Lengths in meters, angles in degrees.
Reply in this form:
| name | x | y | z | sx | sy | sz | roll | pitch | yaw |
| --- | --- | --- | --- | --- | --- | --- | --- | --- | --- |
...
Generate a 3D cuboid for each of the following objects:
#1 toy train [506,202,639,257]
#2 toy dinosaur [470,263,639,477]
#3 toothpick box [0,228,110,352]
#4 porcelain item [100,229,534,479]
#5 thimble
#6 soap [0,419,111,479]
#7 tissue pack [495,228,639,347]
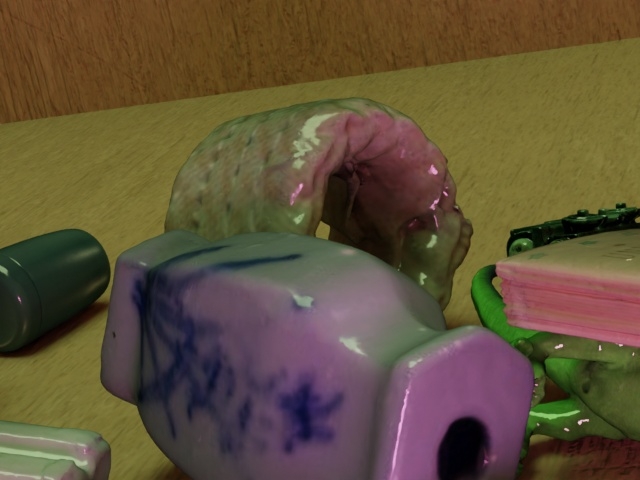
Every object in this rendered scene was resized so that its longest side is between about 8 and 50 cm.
| name | x | y | z | sx | sy | sz | roll | pitch | yaw |
| --- | --- | --- | --- | --- | --- | --- | --- | --- | --- |
| toy train | 0.240 | 0.006 | 1.510 | 0.111 | 0.071 | 0.170 | -6 | 1 | 35 |
| toy dinosaur | 0.324 | 0.083 | 1.406 | 0.374 | 0.144 | 0.500 | -5 | 22 | 5 |
| toothpick box | -0.349 | 0.054 | 1.982 | 0.120 | 0.120 | 0.184 | 0 | 17 | 33 |
| porcelain item | -0.018 | 0.116 | 1.350 | 0.178 | 0.242 | 0.405 | 3 | 11 | -40 |
| thimble | 0.000 | 0.000 | 1.639 | 0.195 | 0.291 | 0.291 | -1 | 20 | 43 |
| soap | -0.405 | 0.223 | 1.201 | 0.446 | 0.156 | 0.261 | 8 | 17 | 6 |
| tissue pack | 0.301 | 0.040 | 1.209 | 0.170 | 0.071 | 0.325 | -15 | 12 | -33 |
